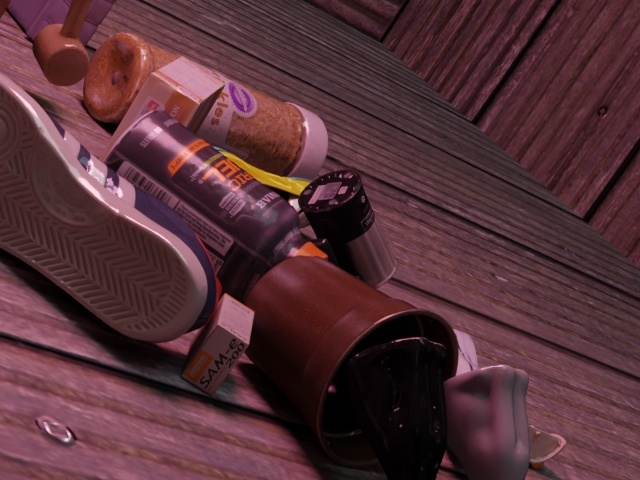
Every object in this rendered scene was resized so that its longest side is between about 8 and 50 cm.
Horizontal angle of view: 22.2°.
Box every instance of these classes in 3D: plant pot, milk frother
[{"bbox_3d":[0.017,0.104,1.558,0.167,0.167,0.165,20,11,-45],"label":"plant pot"},{"bbox_3d":[0.000,0.000,2.015,0.143,0.129,0.135,9,-46,43],"label":"milk frother"}]

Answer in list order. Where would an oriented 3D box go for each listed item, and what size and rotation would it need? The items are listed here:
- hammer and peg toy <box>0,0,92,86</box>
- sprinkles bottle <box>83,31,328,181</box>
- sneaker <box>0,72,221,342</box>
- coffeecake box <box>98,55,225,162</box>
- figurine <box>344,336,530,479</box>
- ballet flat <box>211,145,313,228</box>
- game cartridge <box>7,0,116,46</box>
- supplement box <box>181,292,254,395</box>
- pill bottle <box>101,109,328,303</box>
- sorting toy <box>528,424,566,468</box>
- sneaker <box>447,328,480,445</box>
[{"bbox_3d":[-0.399,-0.338,1.865,0.361,0.266,0.127,22,18,-38],"label":"hammer and peg toy"},{"bbox_3d":[-0.147,-0.165,2.174,0.355,0.121,0.121,20,19,-45],"label":"sprinkles bottle"},{"bbox_3d":[-0.233,-0.030,1.514,0.350,0.131,0.148,43,8,14],"label":"sneaker"},{"bbox_3d":[-0.187,-0.130,1.902,0.068,0.142,0.185,33,14,-2],"label":"coffeecake box"},{"bbox_3d":[0.121,0.212,1.445,0.215,0.092,0.210,20,56,-46],"label":"figurine"},{"bbox_3d":[-0.068,-0.049,2.086,0.231,0.077,0.077,21,39,-35],"label":"ballet flat"},{"bbox_3d":[-0.373,-0.418,2.293,0.068,0.230,0.355,21,18,-42],"label":"game cartridge"},{"bbox_3d":[-0.093,0.095,1.506,0.036,0.062,0.098,34,14,-8],"label":"supplement box"},{"bbox_3d":[-0.112,-0.019,1.715,0.245,0.130,0.130,36,13,8],"label":"pill bottle"},{"bbox_3d":[0.225,0.221,1.873,0.083,0.045,0.075,25,8,-31],"label":"sorting toy"},{"bbox_3d":[0.128,0.163,1.780,0.091,0.094,0.258,10,14,-7],"label":"sneaker"}]
